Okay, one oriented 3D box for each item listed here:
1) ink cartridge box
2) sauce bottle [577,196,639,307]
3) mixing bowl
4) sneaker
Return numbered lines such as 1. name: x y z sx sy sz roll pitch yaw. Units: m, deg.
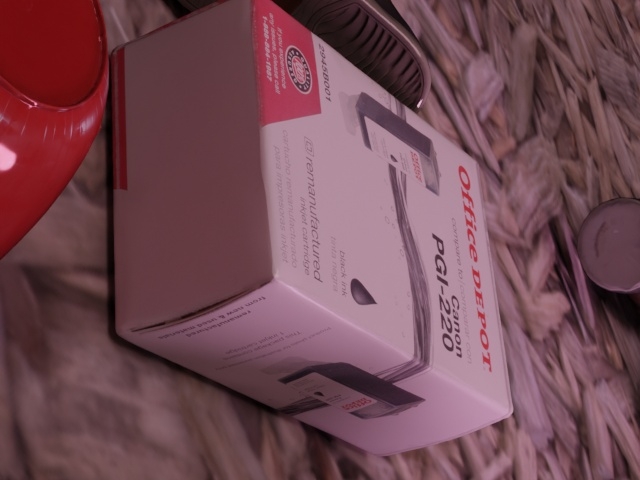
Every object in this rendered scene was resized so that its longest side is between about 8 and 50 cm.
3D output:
1. ink cartridge box: 0.000 0.000 0.794 0.218 0.092 0.158 33 44 -50
2. sauce bottle: 0.301 0.010 1.298 0.344 0.111 0.111 8 65 -58
3. mixing bowl: -0.142 -0.071 0.584 0.181 0.098 0.181 41 38 -42
4. sneaker: -0.032 -0.156 0.878 0.222 0.083 0.118 47 13 -19
